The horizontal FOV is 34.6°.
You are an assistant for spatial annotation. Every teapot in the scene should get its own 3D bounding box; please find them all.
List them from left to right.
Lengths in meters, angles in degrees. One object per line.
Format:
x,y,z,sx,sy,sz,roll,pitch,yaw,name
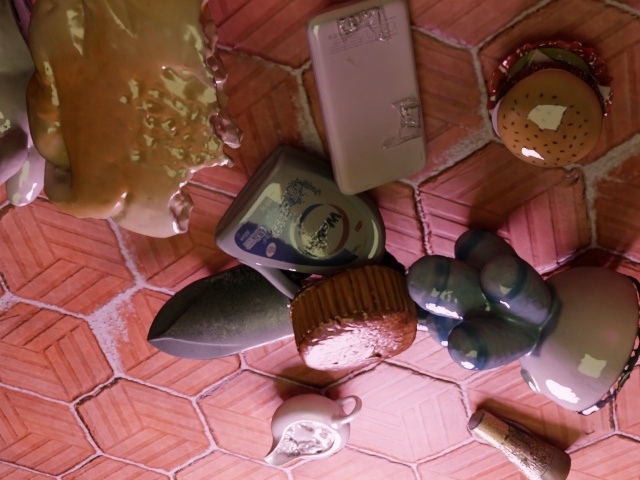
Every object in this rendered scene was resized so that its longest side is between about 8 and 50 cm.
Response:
-0.011,0.334,1.880,0.226,0.092,0.145,-35,118,30,teapot

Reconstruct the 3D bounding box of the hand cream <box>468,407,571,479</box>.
0.353,0.373,1.862,0.203,0.084,0.084,34,127,-8,hand cream

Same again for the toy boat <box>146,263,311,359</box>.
-0.154,0.121,1.716,0.319,0.092,0.141,-19,92,19,toy boat

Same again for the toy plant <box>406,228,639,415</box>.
0.285,0.102,1.539,0.332,0.247,0.247,20,129,-11,toy plant

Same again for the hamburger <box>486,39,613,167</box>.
0.305,-0.175,1.379,0.175,0.137,0.175,7,131,8,hamburger

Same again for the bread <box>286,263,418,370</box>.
0.053,0.127,1.576,0.199,0.104,0.199,-10,147,-7,bread

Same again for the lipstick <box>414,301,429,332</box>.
0.071,0.116,1.713,0.234,0.053,0.053,5,129,8,lipstick

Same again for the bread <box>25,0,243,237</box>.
-0.243,-0.198,1.310,0.245,0.329,0.424,-7,132,-25,bread

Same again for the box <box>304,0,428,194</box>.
0.069,-0.199,1.431,0.142,0.044,0.285,-19,126,-10,box

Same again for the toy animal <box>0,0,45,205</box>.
-0.449,-0.219,1.424,0.154,0.208,0.325,-17,84,3,toy animal

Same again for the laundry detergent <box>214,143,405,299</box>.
0.000,0.000,1.584,0.280,0.105,0.215,34,109,-19,laundry detergent
